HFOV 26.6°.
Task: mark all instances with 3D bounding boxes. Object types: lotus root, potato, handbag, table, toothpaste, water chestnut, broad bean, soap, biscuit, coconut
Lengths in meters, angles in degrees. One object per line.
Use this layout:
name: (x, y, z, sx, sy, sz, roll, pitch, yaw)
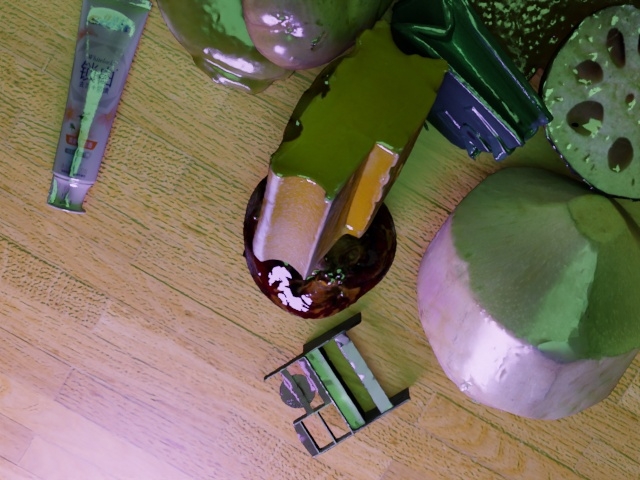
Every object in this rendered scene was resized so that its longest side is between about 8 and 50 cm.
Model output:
lotus root: (0.407, -0.194, 1.826, 0.272, 0.192, 0.272, 0, 105, -2)
potato: (0.008, -0.339, 1.785, 0.141, 0.296, 0.192, 22, 131, 36)
handbag: (0.172, -0.217, 1.813, 0.089, 0.326, 0.238, -42, 98, -5)
table: (0.024, 0.218, 2.045, 0.175, 0.062, 0.146, -31, 100, 7)
toothpaste: (-0.330, -0.202, 1.963, 0.100, 0.066, 0.323, 15, 97, -3)
water chestnut: (0.000, 0.000, 1.917, 0.223, 0.238, 0.224, -2, 104, -10)
broad bean: (-0.109, -0.352, 1.888, 0.238, 0.119, 0.291, -21, 104, -1)
soap: (0.026, -0.103, 1.714, 0.143, 0.281, 0.259, 36, 69, 5)
biscuit: (0.316, -0.337, 1.914, 0.431, 0.064, 0.283, 15, 111, -1)
coconut: (0.307, 0.065, 1.887, 0.352, 0.352, 0.353, 0, 103, 1)
